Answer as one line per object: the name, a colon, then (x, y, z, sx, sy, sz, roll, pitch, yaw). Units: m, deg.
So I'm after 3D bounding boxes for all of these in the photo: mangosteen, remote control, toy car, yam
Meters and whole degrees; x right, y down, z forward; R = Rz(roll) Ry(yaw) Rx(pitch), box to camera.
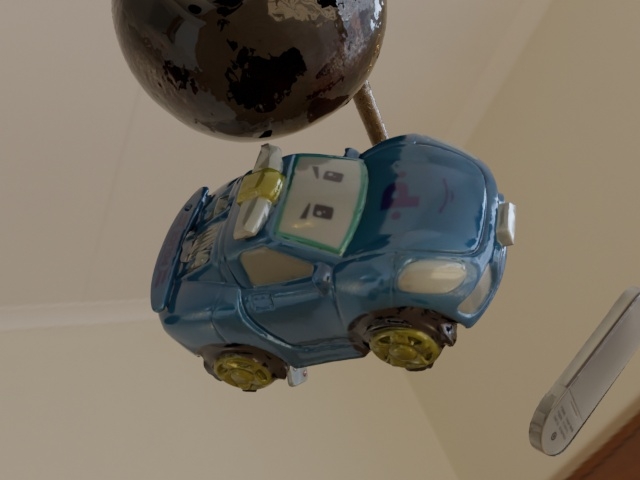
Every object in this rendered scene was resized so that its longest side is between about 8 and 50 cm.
mangosteen: (-0.078, -0.244, 0.842, 0.297, 0.297, 0.313, -35, 2, 11)
remote control: (-0.050, 0.117, 1.166, 0.027, 0.184, 0.050, -10, -1, 27)
toy car: (0.000, 0.000, 0.670, 0.314, 0.198, 0.166, -13, -45, 33)
yam: (0.066, -0.192, 1.159, 0.032, 0.032, 0.145, -24, -69, -3)
remote control: (0.325, 0.151, 0.958, 0.245, 0.022, 0.077, -46, -54, -19)
